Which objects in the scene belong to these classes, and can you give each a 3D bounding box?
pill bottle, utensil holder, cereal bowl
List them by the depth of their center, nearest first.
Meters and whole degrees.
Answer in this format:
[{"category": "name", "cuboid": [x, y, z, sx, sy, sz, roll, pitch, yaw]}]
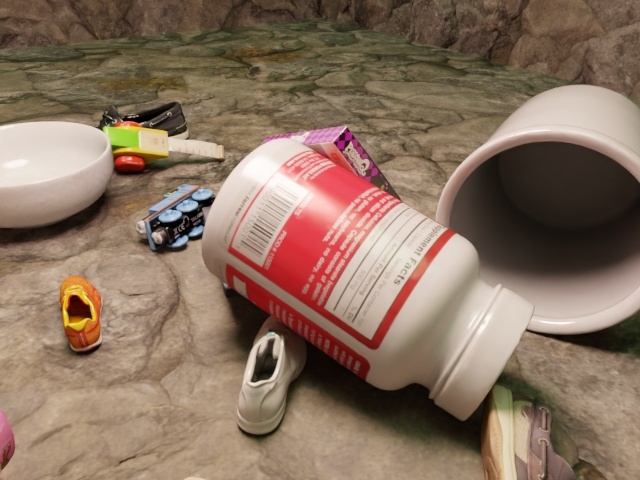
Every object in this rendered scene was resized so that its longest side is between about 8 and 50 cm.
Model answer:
[{"category": "pill bottle", "cuboid": [0.060, 0.050, 0.764, 0.407, 0.229, 0.229, 32, 39, 16]}, {"category": "utensil holder", "cuboid": [0.411, -0.077, 0.968, 0.327, 0.328, 0.385, 16, 30, 22]}, {"category": "cereal bowl", "cuboid": [-0.589, -0.121, 1.145, 0.338, 0.141, 0.339, 2, 30, -1]}]

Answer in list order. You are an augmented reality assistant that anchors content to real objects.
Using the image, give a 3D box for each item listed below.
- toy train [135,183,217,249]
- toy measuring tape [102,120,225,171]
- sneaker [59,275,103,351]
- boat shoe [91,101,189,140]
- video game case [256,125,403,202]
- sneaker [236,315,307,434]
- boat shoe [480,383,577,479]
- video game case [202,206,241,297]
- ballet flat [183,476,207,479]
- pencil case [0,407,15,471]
[{"category": "toy train", "cuboid": [-0.280, -0.047, 1.108, 0.105, 0.080, 0.184, 8, 32, 27]}, {"category": "toy measuring tape", "cuboid": [-0.405, -0.220, 1.384, 0.329, 0.122, 0.121, 2, 26, -34]}, {"category": "sneaker", "cuboid": [-0.367, 0.096, 0.867, 0.064, 0.068, 0.175, -16, 33, -24]}, {"category": "boat shoe", "cuboid": [-0.518, -0.304, 1.484, 0.339, 0.113, 0.127, -11, 34, -21]}, {"category": "video game case", "cuboid": [0.023, -0.089, 0.926, 0.042, 0.210, 0.232, -51, 30, -19]}, {"category": "sneaker", "cuboid": [-0.062, 0.151, 0.765, 0.080, 0.094, 0.212, 3, 30, 5]}, {"category": "boat shoe", "cuboid": [0.224, 0.261, 0.593, 0.092, 0.103, 0.285, 2, 24, 10]}, {"category": "video game case", "cuboid": [-0.094, 0.001, 1.003, 0.195, 0.026, 0.274, -8, 33, -16]}, {"category": "ballet flat", "cuboid": [-0.086, 0.292, 0.569, 0.173, 0.049, 0.057, 27, 38, 35]}, {"category": "pencil case", "cuboid": [-0.422, 0.285, 0.456, 0.167, 0.160, 0.386, -3, 31, 6]}]
